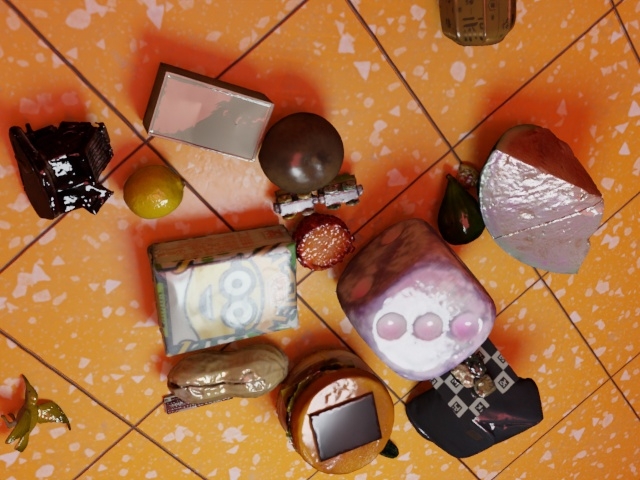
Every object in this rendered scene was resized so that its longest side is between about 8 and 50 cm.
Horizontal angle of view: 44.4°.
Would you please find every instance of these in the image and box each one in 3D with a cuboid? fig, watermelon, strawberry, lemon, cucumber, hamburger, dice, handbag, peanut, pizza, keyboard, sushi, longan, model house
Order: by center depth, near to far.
[{"bbox_3d":[-0.484,-0.139,1.515,0.164,0.141,0.203,-30,146,-31],"label":"model house"},{"bbox_3d":[-0.335,-0.098,1.583,0.133,0.109,0.109,-21,122,7],"label":"lemon"},{"bbox_3d":[-0.041,-0.180,1.622,0.187,0.167,0.167,-19,128,-54],"label":"longan"},{"bbox_3d":[0.000,0.000,1.773,0.145,0.086,0.145,-8,116,-16],"label":"strawberry"},{"bbox_3d":[0.214,0.132,1.789,0.271,0.270,0.270,-41,110,9],"label":"dice"},{"bbox_3d":[-0.210,0.311,1.821,0.290,0.130,0.130,-5,116,-17],"label":"peanut"},{"bbox_3d":[0.328,-0.073,1.856,0.117,0.117,0.177,-22,121,-10],"label":"fig"},{"bbox_3d":[0.512,-0.119,1.866,0.319,0.222,0.292,16,136,-1],"label":"watermelon"},{"bbox_3d":[0.352,-0.139,1.879,0.083,0.025,0.078,28,102,-30],"label":"pizza"},{"bbox_3d":[0.358,0.302,1.883,0.192,0.050,0.215,-37,87,-16],"label":"sushi"},{"bbox_3d":[-0.290,0.377,1.884,0.166,0.017,0.055,-11,118,-16],"label":"keyboard"},{"bbox_3d":[0.028,0.407,1.902,0.291,0.225,0.291,-7,109,-20],"label":"hamburger"},{"bbox_3d":[0.385,0.461,2.027,0.275,0.178,0.302,-1,156,-22],"label":"handbag"},{"bbox_3d":[0.140,0.544,2.115,0.214,0.052,0.058,32,120,-31],"label":"cucumber"}]

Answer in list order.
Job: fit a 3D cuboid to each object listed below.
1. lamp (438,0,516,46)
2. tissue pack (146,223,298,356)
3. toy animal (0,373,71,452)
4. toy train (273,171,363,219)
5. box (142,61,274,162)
[{"bbox_3d":[0.324,-0.503,1.618,0.161,0.161,0.185,-14,119,-15],"label":"lamp"},{"bbox_3d":[-0.208,0.103,1.717,0.311,0.128,0.228,-10,120,-16],"label":"tissue pack"},{"bbox_3d":[-0.649,0.376,1.706,0.095,0.219,0.155,-26,85,12],"label":"toy animal"},{"bbox_3d":[-0.008,-0.098,1.731,0.202,0.081,0.060,-13,118,-7],"label":"toy train"},{"bbox_3d":[-0.224,-0.253,1.563,0.225,0.086,0.129,13,110,-26],"label":"box"}]
